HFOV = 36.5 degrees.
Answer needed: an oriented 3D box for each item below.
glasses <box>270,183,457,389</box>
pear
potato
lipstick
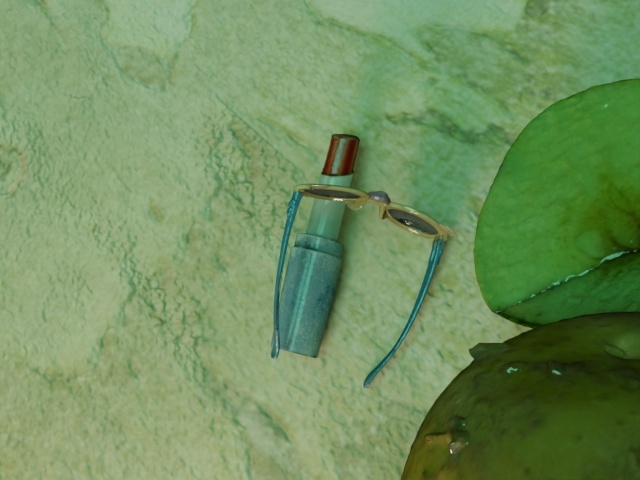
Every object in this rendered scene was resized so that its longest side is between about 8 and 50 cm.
[{"bbox_3d":[0.029,0.042,1.115,0.189,0.088,0.221,18,105,-15],"label":"glasses"},{"bbox_3d":[0.299,-0.043,1.011,0.288,0.139,0.239,-27,53,20],"label":"pear"},{"bbox_3d":[0.296,0.212,0.810,0.442,0.385,0.320,18,73,16],"label":"potato"},{"bbox_3d":[0.000,0.000,1.161,0.061,0.068,0.274,10,83,31],"label":"lipstick"}]
